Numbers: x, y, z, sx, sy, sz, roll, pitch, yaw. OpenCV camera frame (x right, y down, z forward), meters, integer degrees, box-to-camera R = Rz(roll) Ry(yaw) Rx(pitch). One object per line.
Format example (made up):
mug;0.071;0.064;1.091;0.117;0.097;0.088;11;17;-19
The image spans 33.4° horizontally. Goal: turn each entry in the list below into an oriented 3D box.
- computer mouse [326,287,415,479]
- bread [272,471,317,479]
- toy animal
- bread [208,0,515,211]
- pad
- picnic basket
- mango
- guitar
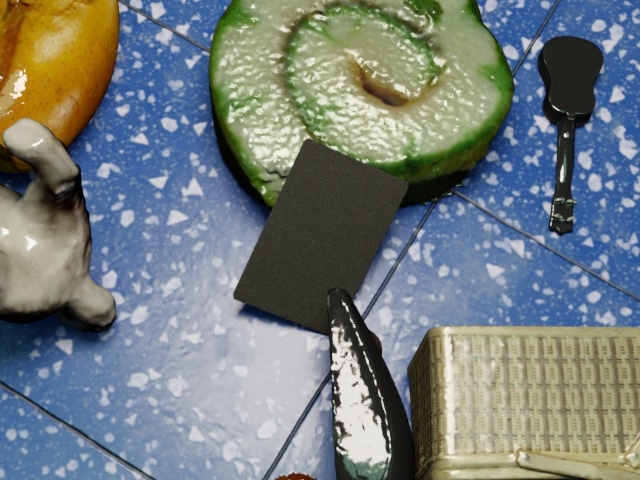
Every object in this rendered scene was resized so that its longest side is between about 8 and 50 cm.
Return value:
computer mouse;0.056;0.193;1.183;0.087;0.168;0.295;-6;70;2
bread;-0.028;0.304;1.206;0.085;0.053;0.085;1;72;-3
toy animal;-0.403;-0.004;1.208;0.344;0.302;0.194;17;65;28
bread;0.041;-0.187;1.331;0.366;0.129;0.382;31;74;6
pad;0.000;0.000;1.257;0.143;0.003;0.211;23;102;-17
picnic basket;0.260;0.203;1.165;0.313;0.228;0.175;0;70;-3
mango;-0.355;-0.245;1.311;0.199;0.201;0.350;35;57;-36
guitar;0.319;-0.139;1.380;0.084;0.038;0.271;7;71;0
